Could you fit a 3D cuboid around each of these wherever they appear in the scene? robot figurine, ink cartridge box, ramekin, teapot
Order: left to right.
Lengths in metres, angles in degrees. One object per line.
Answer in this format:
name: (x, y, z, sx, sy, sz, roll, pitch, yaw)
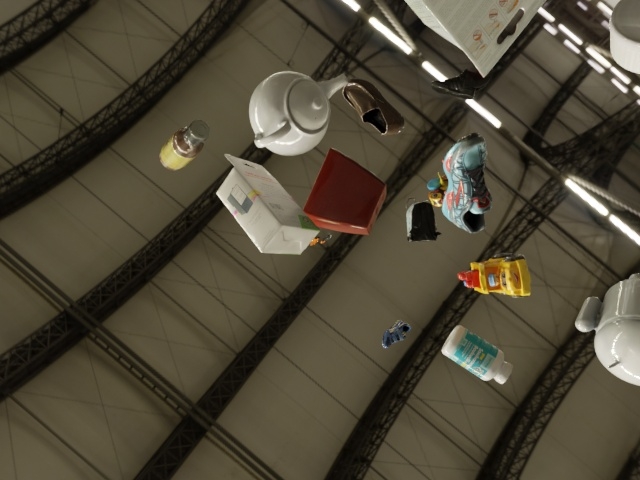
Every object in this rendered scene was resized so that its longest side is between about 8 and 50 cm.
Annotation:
ink cartridge box: (-0.190, -0.117, 1.325, 0.353, 0.119, 0.207, 50, -158, 26)
teapot: (-0.066, -0.361, 1.138, 0.253, 0.187, 0.255, 5, -91, -38)
ink cartridge box: (0.450, -0.727, 1.175, 0.385, 0.308, 0.091, 32, -169, -31)
robot figurine: (0.856, 0.238, 1.074, 0.300, 0.199, 0.353, 12, -139, 35)
ramekin: (0.955, -0.585, 1.126, 0.127, 0.273, 0.272, 51, -153, -54)

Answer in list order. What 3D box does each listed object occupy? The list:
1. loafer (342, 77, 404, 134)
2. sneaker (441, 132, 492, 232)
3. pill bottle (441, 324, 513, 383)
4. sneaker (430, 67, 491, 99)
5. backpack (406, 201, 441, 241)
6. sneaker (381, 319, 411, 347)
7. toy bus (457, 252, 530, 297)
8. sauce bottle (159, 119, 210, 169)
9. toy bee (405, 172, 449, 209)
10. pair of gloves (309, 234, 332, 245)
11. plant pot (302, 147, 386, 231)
loafer: (0.235, -0.635, 1.922, 0.366, 0.133, 0.130, 43, -130, 15)
sneaker: (0.353, -0.121, 0.923, 0.104, 0.261, 0.125, -23, -132, -5)
pill bottle: (0.659, 0.484, 1.701, 0.264, 0.146, 0.146, 32, -133, 16)
sneaker: (0.451, -0.513, 1.309, 0.171, 0.051, 0.088, 20, -87, 9)
backpack: (0.454, -0.085, 1.846, 0.152, 0.115, 0.181, -3, -91, -11)
sneaker: (0.294, 0.364, 1.571, 0.144, 0.059, 0.053, -40, -60, -28)
toy bus: (0.619, 0.132, 1.465, 0.212, 0.220, 0.149, -7, -89, 3)
sauce bottle: (-0.501, -0.353, 1.502, 0.112, 0.345, 0.111, 7, -102, -36)
toy bee: (0.597, -0.223, 1.993, 0.195, 0.298, 0.162, 28, -169, -35)
pair of gloves: (0.000, 0.000, 1.498, 0.084, 0.074, 0.010, -14, -107, -28)
plant pot: (0.110, -0.154, 1.546, 0.236, 0.267, 0.266, 23, -92, 11)
